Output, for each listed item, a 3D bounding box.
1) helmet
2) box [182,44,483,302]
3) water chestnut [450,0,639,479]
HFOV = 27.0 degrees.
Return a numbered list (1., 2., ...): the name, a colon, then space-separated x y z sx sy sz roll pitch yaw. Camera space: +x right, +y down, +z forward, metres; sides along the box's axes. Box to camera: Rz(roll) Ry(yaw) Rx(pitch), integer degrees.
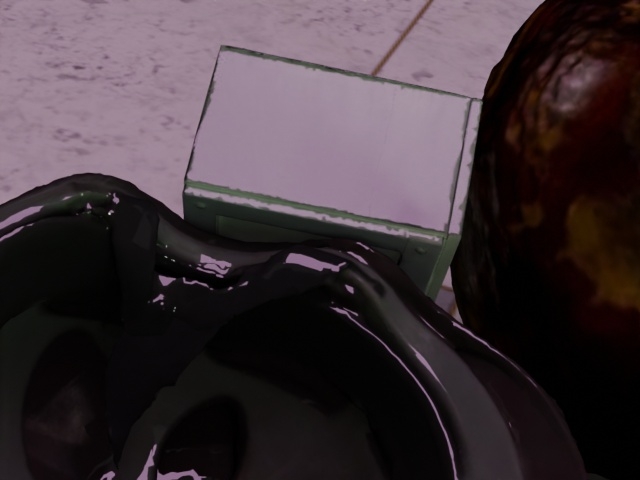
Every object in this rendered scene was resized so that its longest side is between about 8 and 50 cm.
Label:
1. helmet: -0.053 0.120 0.580 0.305 0.177 0.225 24 42 0
2. box: 0.000 0.000 0.717 0.130 0.225 0.086 12 65 1
3. water chestnut: 0.239 -0.005 0.762 0.335 0.335 0.347 15 2 6
